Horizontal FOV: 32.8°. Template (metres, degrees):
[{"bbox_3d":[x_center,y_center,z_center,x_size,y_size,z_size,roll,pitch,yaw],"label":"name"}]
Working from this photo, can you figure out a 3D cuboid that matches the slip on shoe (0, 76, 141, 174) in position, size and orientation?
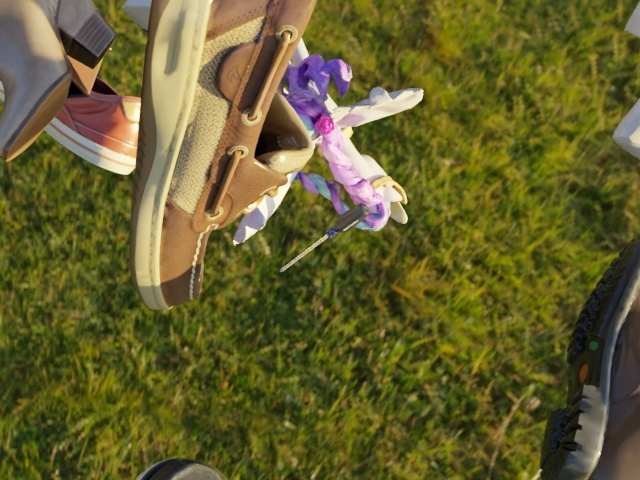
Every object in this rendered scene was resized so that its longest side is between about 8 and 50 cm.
[{"bbox_3d":[-0.335,-0.201,1.337,0.331,0.101,0.123,34,11,23],"label":"slip on shoe"}]

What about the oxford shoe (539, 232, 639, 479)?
[{"bbox_3d":[0.242,0.097,0.838,0.096,0.083,0.227,22,67,-2],"label":"oxford shoe"}]

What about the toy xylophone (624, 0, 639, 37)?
[{"bbox_3d":[0.355,-0.194,0.818,0.323,0.236,0.081,0,30,-41],"label":"toy xylophone"}]

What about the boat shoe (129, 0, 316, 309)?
[{"bbox_3d":[-0.066,-0.064,0.773,0.123,0.342,0.123,7,46,-8],"label":"boat shoe"}]

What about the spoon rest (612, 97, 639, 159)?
[{"bbox_3d":[0.259,0.003,0.498,0.084,0.137,0.276,31,11,-42],"label":"spoon rest"}]

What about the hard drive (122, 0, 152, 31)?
[{"bbox_3d":[-0.015,-0.299,0.922,0.318,0.210,0.040,-53,125,-13],"label":"hard drive"}]

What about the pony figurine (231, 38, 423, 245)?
[{"bbox_3d":[-0.016,-0.165,1.452,0.303,0.351,0.363,-37,84,13],"label":"pony figurine"}]

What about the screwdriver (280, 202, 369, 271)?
[{"bbox_3d":[0.000,0.000,1.454,0.025,0.170,0.024,-10,68,-60],"label":"screwdriver"}]

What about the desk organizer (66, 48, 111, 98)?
[{"bbox_3d":[-0.235,-0.139,0.848,0.130,0.047,0.050,-1,59,26],"label":"desk organizer"}]

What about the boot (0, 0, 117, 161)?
[{"bbox_3d":[-0.165,-0.105,0.568,0.087,0.042,0.118,35,50,-7],"label":"boot"}]

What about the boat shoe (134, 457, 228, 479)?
[{"bbox_3d":[-0.026,0.121,0.283,0.049,0.042,0.133,2,68,-24],"label":"boat shoe"}]
